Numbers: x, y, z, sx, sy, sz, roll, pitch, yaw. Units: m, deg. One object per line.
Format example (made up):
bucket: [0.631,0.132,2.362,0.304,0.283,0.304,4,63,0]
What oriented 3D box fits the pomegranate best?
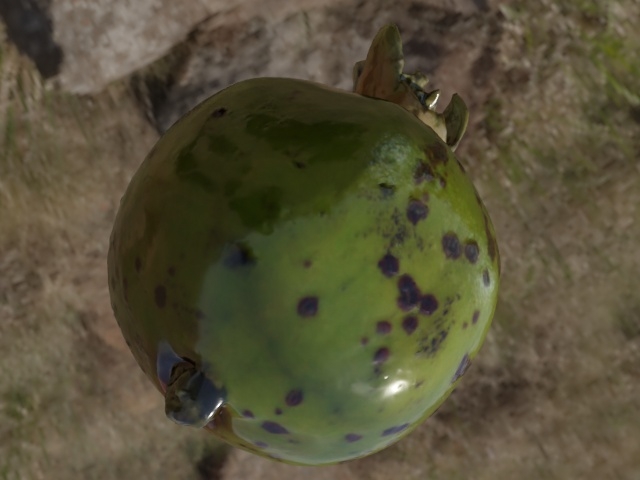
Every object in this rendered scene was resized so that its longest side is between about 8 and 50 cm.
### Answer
pomegranate: [-0.008,-0.010,0.714,0.198,0.246,0.198,2,157,1]
